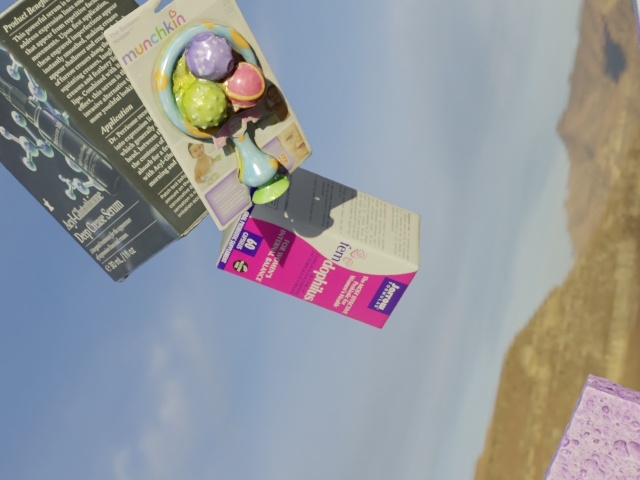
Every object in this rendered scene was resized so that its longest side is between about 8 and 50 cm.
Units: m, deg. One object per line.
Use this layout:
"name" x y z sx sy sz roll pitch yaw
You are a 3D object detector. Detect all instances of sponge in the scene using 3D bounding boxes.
"sponge" 0.249 0.225 1.049 0.031 0.117 0.210 -52 -20 -63

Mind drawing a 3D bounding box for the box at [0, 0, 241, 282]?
"box" -0.324 -0.172 1.815 0.212 0.395 0.293 -47 8 -30

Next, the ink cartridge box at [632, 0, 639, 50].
"ink cartridge box" 0.442 -0.366 1.397 0.065 0.185 0.311 -81 -23 -62

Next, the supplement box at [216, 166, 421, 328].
"supplement box" 0.000 0.000 1.463 0.114 0.220 0.111 -85 18 -53

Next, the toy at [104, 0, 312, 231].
"toy" -0.090 -0.136 1.178 0.137 0.056 0.237 -42 -55 -22
